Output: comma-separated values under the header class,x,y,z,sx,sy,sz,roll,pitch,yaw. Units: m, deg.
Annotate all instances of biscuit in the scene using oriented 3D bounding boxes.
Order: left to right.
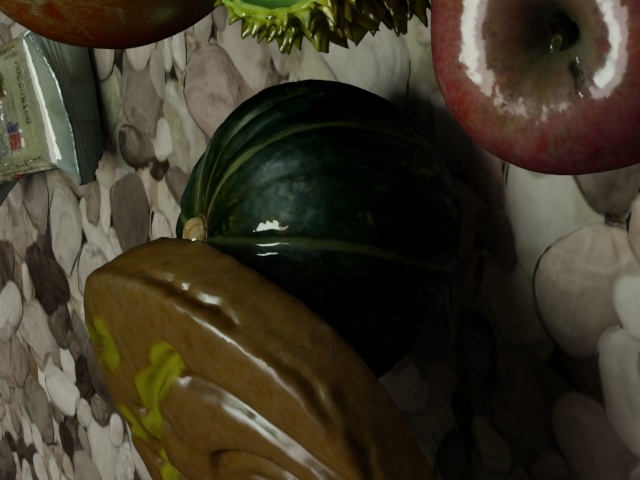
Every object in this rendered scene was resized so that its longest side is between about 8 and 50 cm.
class,x,y,z,sx,sy,sz,roll,pitch,yaw
biscuit,-0.307,-0.132,1.413,0.309,0.079,0.186,-3,96,56
biscuit,-0.014,0.176,0.834,0.350,0.070,0.394,17,138,51

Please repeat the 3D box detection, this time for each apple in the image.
class,x,y,z,sx,sy,sz,roll,pitch,yaw
apple,0.131,-0.110,0.676,0.153,0.120,0.153,6,104,25

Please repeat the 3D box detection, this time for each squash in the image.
class,x,y,z,sx,sy,sz,roll,pitch,yaw
squash,-0.004,-0.002,0.893,0.218,0.173,0.218,39,136,53

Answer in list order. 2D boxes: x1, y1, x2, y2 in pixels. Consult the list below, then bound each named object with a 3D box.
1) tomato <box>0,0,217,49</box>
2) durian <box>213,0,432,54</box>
class,x,y,z,sx,sy,sz,roll,pitch,yaw
tomato,-0.141,-0.272,0.946,0.223,0.270,0.270,-17,86,27
durian,0.018,-0.223,0.780,0.200,0.177,0.236,111,144,-59
